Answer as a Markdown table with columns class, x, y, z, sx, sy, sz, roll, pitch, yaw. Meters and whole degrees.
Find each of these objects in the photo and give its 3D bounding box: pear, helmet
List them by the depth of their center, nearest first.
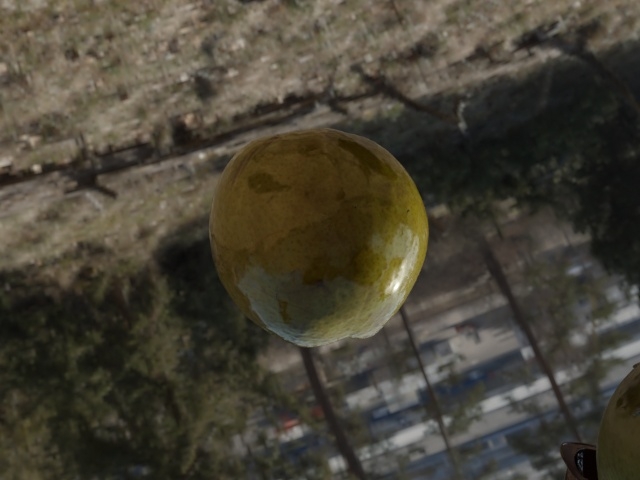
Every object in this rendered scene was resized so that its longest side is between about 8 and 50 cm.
| class | x | y | z | sx | sy | sz | roll | pitch | yaw |
| --- | --- | --- | --- | --- | --- | --- | --- | --- | --- |
| pear | 0.000 | 0.000 | 1.034 | 0.209 | 0.208 | 0.209 | -17 | 158 | -7 |
| helmet | 0.265 | 0.243 | 1.050 | 0.111 | 0.089 | 0.057 | 21 | 117 | -13 |

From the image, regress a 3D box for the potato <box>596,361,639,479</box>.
| class | x | y | z | sx | sy | sz | roll | pitch | yaw |
| --- | --- | --- | --- | --- | --- | --- | --- | --- | --- |
| potato | 0.374 | 0.170 | 0.770 | 0.359 | 0.219 | 0.269 | -3 | 122 | -16 |
